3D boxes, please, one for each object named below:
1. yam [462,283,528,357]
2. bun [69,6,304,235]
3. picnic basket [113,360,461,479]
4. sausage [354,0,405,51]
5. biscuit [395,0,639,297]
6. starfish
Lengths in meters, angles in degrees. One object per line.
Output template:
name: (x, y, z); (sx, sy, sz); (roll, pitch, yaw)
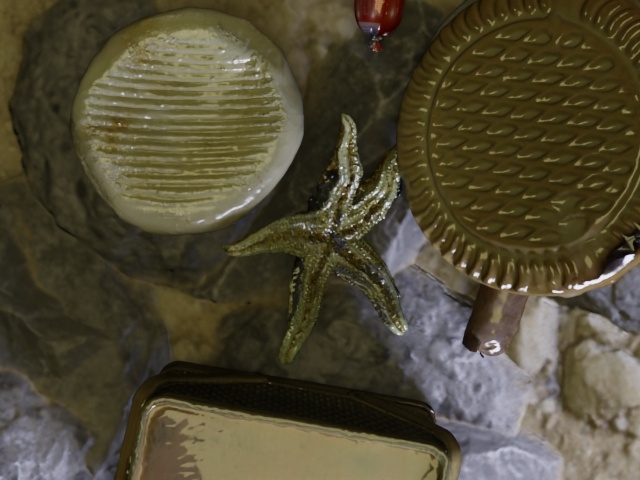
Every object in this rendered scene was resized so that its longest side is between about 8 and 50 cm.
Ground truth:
yam: (0.173, -0.028, 1.268); (0.046, 0.046, 0.264); (18, 97, -3)
bun: (-0.105, -0.098, 1.229); (0.183, 0.102, 0.183); (-1, 103, -6)
picnic basket: (-0.032, 0.202, 1.251); (0.267, 0.139, 0.165); (10, 97, -2)
sausage: (0.052, -0.222, 1.244); (0.050, 0.048, 0.145); (-2, 100, -39)
biscuit: (0.173, -0.085, 1.200); (0.259, 0.079, 0.259); (-1, 87, 25)
starfish: (0.000, 0.000, 1.248); (0.176, 0.053, 0.208); (1, 100, -38)
